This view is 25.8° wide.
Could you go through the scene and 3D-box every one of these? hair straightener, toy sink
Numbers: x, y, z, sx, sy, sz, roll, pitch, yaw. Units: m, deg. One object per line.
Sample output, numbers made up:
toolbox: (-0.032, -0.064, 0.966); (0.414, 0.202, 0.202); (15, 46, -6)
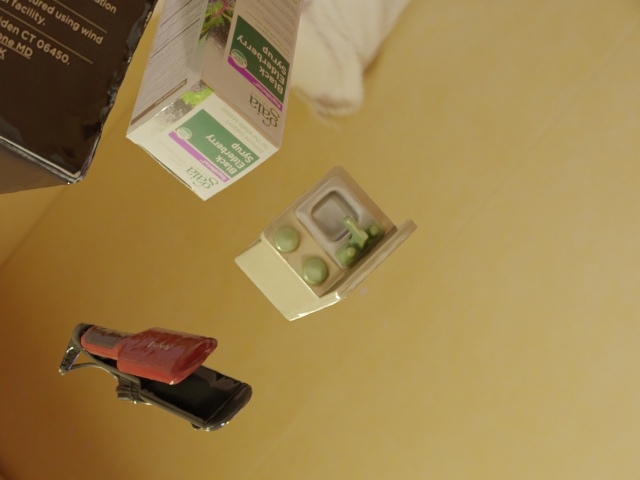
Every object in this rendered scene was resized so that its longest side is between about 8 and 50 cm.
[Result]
hair straightener: (-0.114, 0.100, 0.934); (0.230, 0.047, 0.089); (-2, 128, 55)
toy sink: (0.000, 0.000, 1.877); (0.131, 0.153, 0.234); (48, 161, -5)

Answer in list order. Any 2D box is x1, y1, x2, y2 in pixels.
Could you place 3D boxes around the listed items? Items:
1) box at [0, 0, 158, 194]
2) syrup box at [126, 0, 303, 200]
box: (-0.202, -0.198, 0.767); (0.179, 0.312, 0.343); (30, 164, -26)
syrup box: (-0.085, -0.156, 1.202); (0.093, 0.096, 0.237); (40, -146, -27)
